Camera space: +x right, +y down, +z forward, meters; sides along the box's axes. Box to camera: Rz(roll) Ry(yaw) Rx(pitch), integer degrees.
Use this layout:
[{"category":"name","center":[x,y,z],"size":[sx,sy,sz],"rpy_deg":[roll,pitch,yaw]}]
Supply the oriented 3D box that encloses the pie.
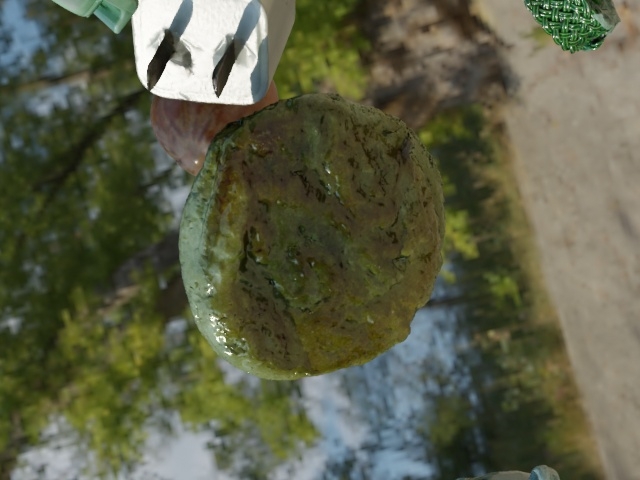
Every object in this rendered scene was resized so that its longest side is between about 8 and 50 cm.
[{"category":"pie","center":[0.000,0.000,1.413],"size":[0.078,0.277,0.277],"rpy_deg":[28,140,64]}]

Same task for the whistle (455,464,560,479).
[{"category":"whistle","center":[0.157,0.301,1.370],"size":[0.163,0.163,0.290],"rpy_deg":[-90,13,-50]}]

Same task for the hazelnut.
[{"category":"hazelnut","center":[-0.131,-0.161,2.042],"size":[0.182,0.182,0.182],"rpy_deg":[-15,-90,-78]}]

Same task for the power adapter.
[{"category":"power adapter","center":[-0.104,-0.194,1.429],"size":[0.205,0.130,0.125],"rpy_deg":[-75,-11,-52]}]

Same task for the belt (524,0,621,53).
[{"category":"belt","center":[0.259,-0.273,1.622],"size":[0.121,0.079,0.151],"rpy_deg":[-15,-106,-61]}]

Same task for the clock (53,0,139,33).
[{"category":"clock","center":[-0.218,-0.225,1.272],"size":[0.101,0.041,0.135],"rpy_deg":[44,-168,32]}]
